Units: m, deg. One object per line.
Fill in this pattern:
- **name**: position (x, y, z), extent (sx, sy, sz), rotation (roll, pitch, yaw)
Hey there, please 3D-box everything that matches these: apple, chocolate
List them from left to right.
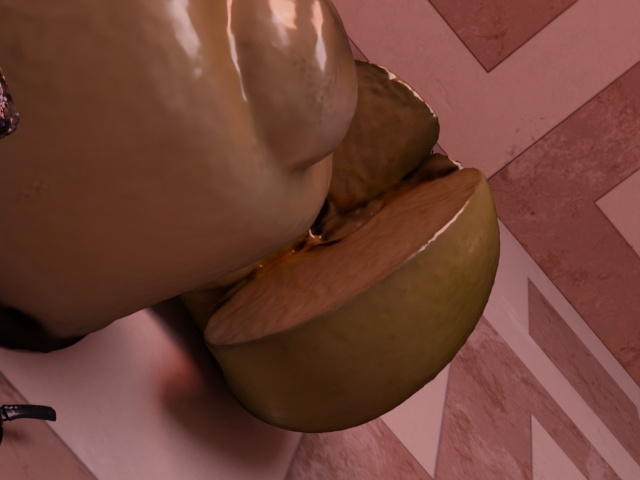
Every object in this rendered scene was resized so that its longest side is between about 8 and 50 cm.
- **chocolate**: position (-0.133, -0.122, 0.899), extent (0.326, 0.297, 0.314), rotation (60, 18, -4)
- **apple**: position (0.007, 0.015, 1.094), extent (0.295, 0.258, 0.233), rotation (51, -11, 36)

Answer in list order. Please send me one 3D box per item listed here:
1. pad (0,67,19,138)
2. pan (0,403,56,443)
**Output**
- **pad**: position (-0.292, -0.103, 0.699), extent (0.233, 0.022, 0.174), rotation (-11, 59, -20)
- **pan**: position (-0.201, 0.104, 0.776), extent (0.115, 0.023, 0.068), rotation (20, 34, -56)
